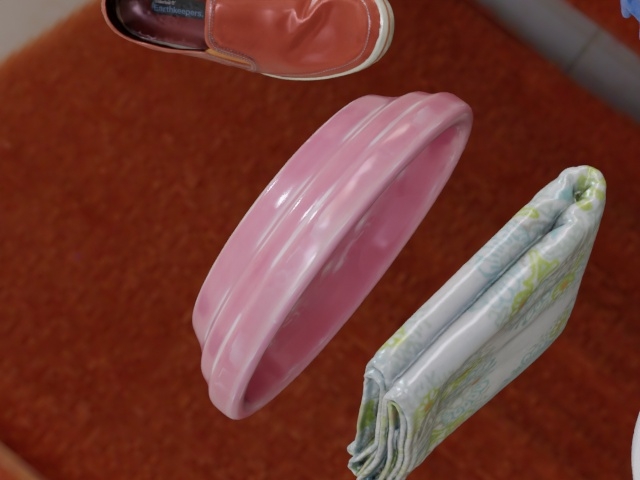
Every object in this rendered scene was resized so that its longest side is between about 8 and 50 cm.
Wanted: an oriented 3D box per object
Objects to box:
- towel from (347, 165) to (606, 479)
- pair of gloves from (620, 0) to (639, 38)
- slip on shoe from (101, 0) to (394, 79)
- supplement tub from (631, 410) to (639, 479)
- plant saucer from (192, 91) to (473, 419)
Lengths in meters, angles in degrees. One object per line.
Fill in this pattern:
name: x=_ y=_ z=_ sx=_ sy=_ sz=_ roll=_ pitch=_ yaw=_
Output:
towel: x=0.183 y=0.113 z=2.092 sx=0.374 sy=0.090 sz=0.320 roll=-43 pitch=-16 yaw=-21
pair of gloves: x=0.432 y=-0.256 z=2.203 sx=0.023 sy=0.198 sz=0.159 roll=-46 pitch=-36 yaw=-5
slip on shoe: x=-0.083 y=-0.233 z=1.917 sx=0.101 sy=0.331 sz=0.123 roll=-30 pitch=-53 yaw=-65
supplement tub: x=0.477 y=0.229 z=1.782 sx=0.316 sy=0.228 sz=0.228 roll=21 pitch=-68 yaw=-45
plant saucer: x=0.000 y=0.000 z=1.535 sx=0.332 sy=0.084 sz=0.332 roll=-51 pitch=-10 yaw=-13
